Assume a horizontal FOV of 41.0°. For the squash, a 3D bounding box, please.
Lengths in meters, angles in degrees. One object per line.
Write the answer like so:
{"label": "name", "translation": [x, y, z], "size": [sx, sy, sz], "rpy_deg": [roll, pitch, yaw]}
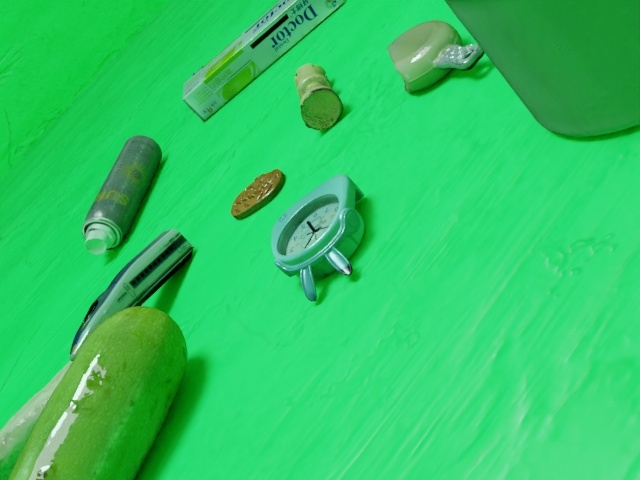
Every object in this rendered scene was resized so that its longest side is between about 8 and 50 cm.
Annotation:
{"label": "squash", "translation": [-0.238, 0.220, 0.830], "size": [0.118, 0.118, 0.370], "rpy_deg": [-16, 39, 45]}

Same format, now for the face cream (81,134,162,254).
{"label": "face cream", "translation": [-0.343, -0.078, 1.475], "size": [0.073, 0.073, 0.283], "rpy_deg": [-30, 29, 29]}

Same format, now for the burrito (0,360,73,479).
{"label": "burrito", "translation": [-0.314, 0.195, 1.044], "size": [0.275, 0.059, 0.082], "rpy_deg": [-43, 22, 2]}

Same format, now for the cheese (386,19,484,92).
{"label": "cheese", "translation": [0.130, -0.214, 1.011], "size": [0.092, 0.047, 0.171], "rpy_deg": [-41, 26, 10]}

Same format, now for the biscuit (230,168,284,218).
{"label": "biscuit", "translation": [-0.085, -0.066, 1.145], "size": [0.091, 0.015, 0.078], "rpy_deg": [-33, 28, 23]}

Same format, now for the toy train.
{"label": "toy train", "translation": [-0.245, 0.064, 1.073], "size": [0.055, 0.048, 0.252], "rpy_deg": [-28, 14, 33]}

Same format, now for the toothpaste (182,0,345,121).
{"label": "toothpaste", "translation": [-0.108, -0.353, 1.550], "size": [0.336, 0.067, 0.081], "rpy_deg": [-38, 29, 15]}

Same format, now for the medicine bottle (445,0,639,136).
{"label": "medicine bottle", "translation": [0.221, -0.246, 0.714], "size": [0.238, 0.232, 0.238], "rpy_deg": [-35, 28, 22]}

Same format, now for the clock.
{"label": "clock", "translation": [-0.001, -0.001, 0.891], "size": [0.108, 0.045, 0.147], "rpy_deg": [-36, 28, 20]}

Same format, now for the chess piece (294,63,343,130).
{"label": "chess piece", "translation": [-0.008, -0.209, 1.203], "size": [0.060, 0.060, 0.172], "rpy_deg": [-39, 24, 12]}
